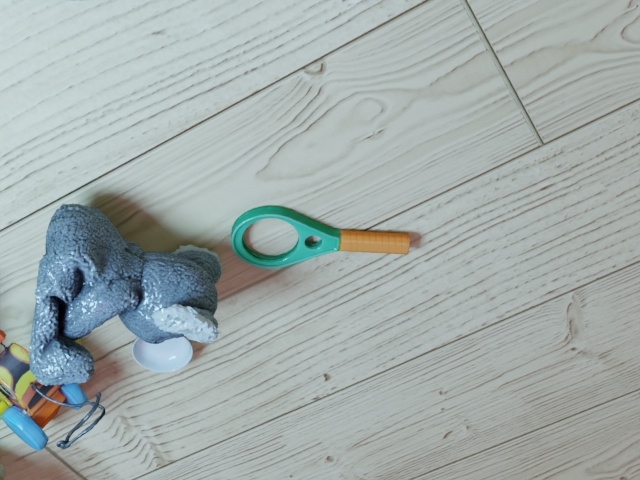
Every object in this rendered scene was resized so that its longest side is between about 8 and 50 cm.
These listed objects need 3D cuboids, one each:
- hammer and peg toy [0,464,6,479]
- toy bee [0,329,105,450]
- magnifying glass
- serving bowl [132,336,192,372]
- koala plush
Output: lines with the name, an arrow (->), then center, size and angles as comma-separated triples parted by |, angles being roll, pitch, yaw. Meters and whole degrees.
hammer and peg toy -> -0.674, 0.336, 1.504 | 0.361, 0.127, 0.266 | 31, 121, -26
toy bee -> -0.384, 0.182, 1.371 | 0.162, 0.195, 0.298 | 48, 133, -11
magnifying glass -> 0.000, 0.000, 1.340 | 0.231, 0.026, 0.092 | 2, 129, -6
serving bowl -> -0.219, 0.145, 1.443 | 0.083, 0.027, 0.083 | -2, 130, -2
koala plush -> -0.227, 0.062, 1.276 | 0.221, 0.196, 0.203 | 8, 118, -6
